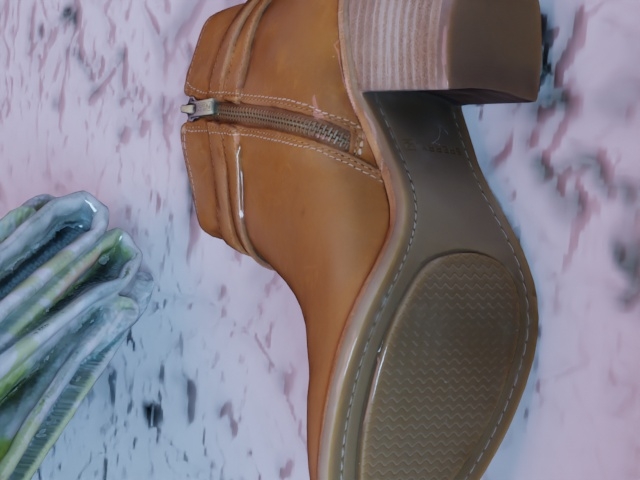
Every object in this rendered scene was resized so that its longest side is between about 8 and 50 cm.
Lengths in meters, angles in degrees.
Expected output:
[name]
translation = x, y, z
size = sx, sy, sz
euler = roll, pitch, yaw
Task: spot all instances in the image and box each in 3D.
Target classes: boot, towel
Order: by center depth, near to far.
[boot]
translation = 0.000, 0.000, 0.512
size = 0.152, 0.073, 0.197
euler = 2, 77, 52
[towel]
translation = -0.228, 0.171, 0.638
size = 0.374, 0.090, 0.320
euler = -50, 7, 39
